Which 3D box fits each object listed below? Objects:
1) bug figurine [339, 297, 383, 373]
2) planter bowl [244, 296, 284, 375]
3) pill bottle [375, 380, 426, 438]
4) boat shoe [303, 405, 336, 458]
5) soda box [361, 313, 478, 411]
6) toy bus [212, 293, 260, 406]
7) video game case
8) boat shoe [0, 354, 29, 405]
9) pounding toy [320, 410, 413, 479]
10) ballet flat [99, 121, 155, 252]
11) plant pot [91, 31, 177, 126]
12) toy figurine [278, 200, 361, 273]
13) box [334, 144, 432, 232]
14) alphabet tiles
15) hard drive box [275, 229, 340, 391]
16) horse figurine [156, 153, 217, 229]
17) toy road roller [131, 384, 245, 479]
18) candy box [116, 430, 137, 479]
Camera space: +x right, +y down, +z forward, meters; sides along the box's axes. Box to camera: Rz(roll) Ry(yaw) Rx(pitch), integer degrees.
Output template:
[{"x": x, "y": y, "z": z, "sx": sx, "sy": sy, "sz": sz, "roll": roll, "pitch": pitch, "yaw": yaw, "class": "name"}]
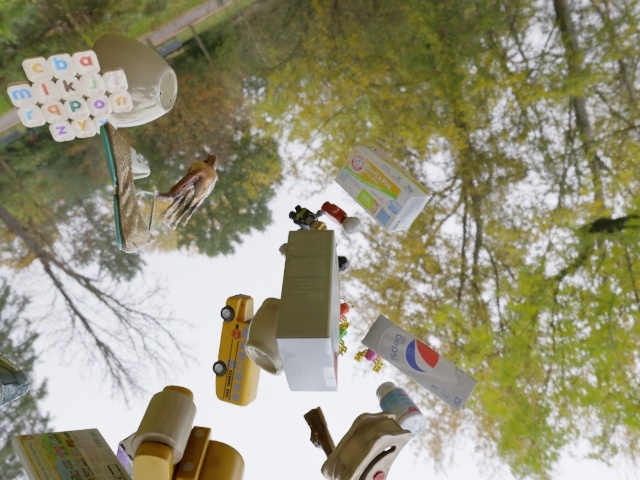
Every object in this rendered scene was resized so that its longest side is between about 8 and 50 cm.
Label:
[{"x": 0.127, "y": 0.290, "z": 1.704, "sx": 0.279, "sy": 0.072, "sz": 0.216, "roll": 25, "pitch": -149, "yaw": 11, "class": "bug figurine"}, {"x": -0.091, "y": 0.215, "z": 1.165, "sx": 0.162, "sy": 0.162, "sz": 0.109, "roll": -2, "pitch": -141, "yaw": 49, "class": "planter bowl"}, {"x": 0.214, "y": 0.459, "z": 1.508, "sx": 0.087, "sy": 0.087, "sz": 0.160, "roll": -32, "pitch": -150, "yaw": -6, "class": "pill bottle"}, {"x": 0.000, "y": 0.628, "z": 1.769, "sx": 0.073, "sy": 0.073, "sz": 0.207, "roll": -25, "pitch": -146, "yaw": -4, "class": "boat shoe"}, {"x": 0.244, "y": 0.302, "z": 1.380, "sx": 0.091, "sy": 0.286, "sz": 0.098, "roll": -55, "pitch": 168, "yaw": -3, "class": "soda box"}, {"x": -0.254, "y": 0.345, "z": 1.759, "sx": 0.130, "sy": 0.332, "sz": 0.108, "roll": 10, "pitch": -175, "yaw": 18, "class": "toy bus"}, {"x": -0.576, "y": 0.519, "z": 1.284, "sx": 0.227, "sy": 0.206, "sz": 0.026, "roll": 29, "pitch": -80, "yaw": 41, "class": "video game case"}, {"x": -0.730, "y": 0.285, "z": 1.185, "sx": 0.319, "sy": 0.116, "sz": 0.099, "roll": 6, "pitch": -172, "yaw": 42, "class": "boat shoe"}, {"x": 0.106, "y": 0.507, "z": 1.152, "sx": 0.269, "sy": 0.154, "sz": 0.155, "roll": -55, "pitch": -141, "yaw": 1, "class": "pounding toy"}, {"x": -0.301, "y": -0.085, "z": 0.877, "sx": 0.067, "sy": 0.206, "sz": 0.073, "roll": -10, "pitch": -170, "yaw": -24, "class": "ballet flat"}, {"x": -0.555, "y": -0.478, "z": 1.691, "sx": 0.191, "sy": 0.284, "sz": 0.284, "roll": 11, "pitch": -147, "yaw": 8, "class": "plant pot"}, {"x": 0.000, "y": 0.000, "z": 1.630, "sx": 0.148, "sy": 0.213, "sz": 0.210, "roll": 37, "pitch": -152, "yaw": 33, "class": "toy figurine"}, {"x": 0.151, "y": -0.130, "z": 1.349, "sx": 0.103, "sy": 0.203, "sz": 0.114, "roll": -10, "pitch": 140, "yaw": -51, "class": "box"}, {"x": -0.648, "y": -0.375, "z": 1.444, "sx": 0.284, "sy": 0.278, "sz": 0.021, "roll": -13, "pitch": -121, "yaw": -14, "class": "alphabet tiles"}, {"x": -0.015, "y": 0.124, "z": 0.985, "sx": 0.089, "sy": 0.181, "sz": 0.232, "roll": -1, "pitch": -131, "yaw": 6, "class": "hard drive box"}, {"x": -0.267, "y": -0.109, "z": 1.157, "sx": 0.174, "sy": 0.066, "sz": 0.263, "roll": -56, "pitch": -174, "yaw": -1, "class": "horse figurine"}, {"x": -0.304, "y": 0.527, "z": 1.315, "sx": 0.241, "sy": 0.329, "sz": 0.202, "roll": 7, "pitch": -149, "yaw": 0, "class": "toy road roller"}, {"x": -0.518, "y": 0.686, "z": 1.627, "sx": 0.070, "sy": 0.196, "sz": 0.164, "roll": -28, "pitch": 152, "yaw": -44, "class": "candy box"}]
